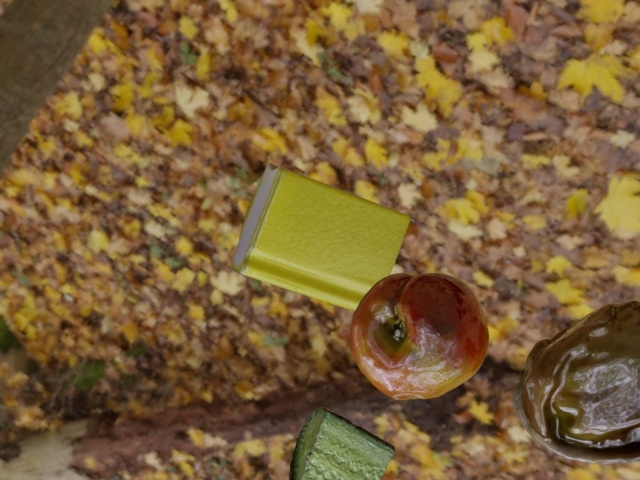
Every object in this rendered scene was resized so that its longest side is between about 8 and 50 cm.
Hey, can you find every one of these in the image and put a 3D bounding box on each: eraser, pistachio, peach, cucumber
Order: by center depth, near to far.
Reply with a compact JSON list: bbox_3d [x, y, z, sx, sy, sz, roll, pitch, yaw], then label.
[{"bbox_3d":[0.073,0.070,0.666,0.101,0.100,0.100,25,156,12],"label":"peach"},{"bbox_3d":[0.269,0.113,0.782,0.210,0.165,0.130,-17,130,4],"label":"pistachio"},{"bbox_3d":[0.019,0.277,1.111,0.115,0.116,0.062,31,174,-15],"label":"cucumber"},{"bbox_3d":[0.000,0.000,1.274,0.226,0.158,0.069,20,-175,-21],"label":"eraser"}]
